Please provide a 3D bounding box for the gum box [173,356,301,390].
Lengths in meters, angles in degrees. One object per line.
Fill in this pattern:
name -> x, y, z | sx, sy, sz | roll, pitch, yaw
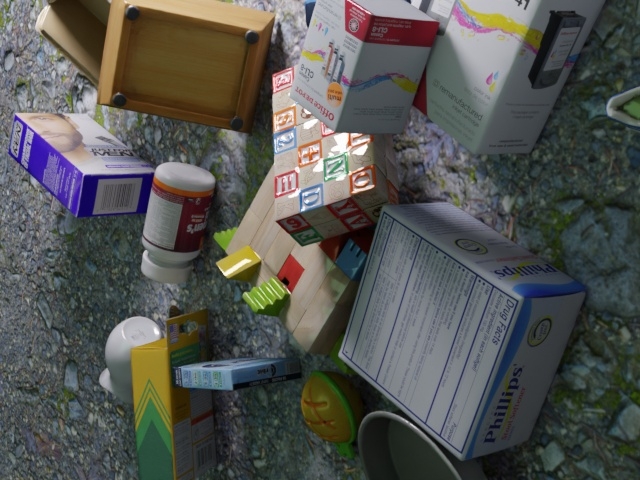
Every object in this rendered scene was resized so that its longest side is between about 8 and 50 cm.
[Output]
gum box -> -0.154, 0.243, 1.935 | 0.184, 0.157, 0.041 | -7, 88, 50

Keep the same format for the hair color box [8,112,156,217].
hair color box -> -0.520, -0.170, 2.294 | 0.339, 0.185, 0.110 | 34, 118, 41

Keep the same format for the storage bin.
storage bin -> -0.382, -0.407, 2.047 | 0.262, 0.260, 0.123 | -8, 47, 49

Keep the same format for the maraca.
maraca -> 0.021, 0.297, 1.791 | 0.127, 0.099, 0.185 | 44, 151, 40

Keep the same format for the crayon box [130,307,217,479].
crayon box -> -0.284, 0.303, 2.052 | 0.083, 0.203, 0.323 | -2, 92, 17

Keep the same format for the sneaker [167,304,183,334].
sneaker -> -0.311, 0.178, 2.204 | 0.037, 0.032, 0.083 | -15, 82, 48

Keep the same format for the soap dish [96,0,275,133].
soap dish -> -0.241, -0.319, 1.882 | 0.118, 0.291, 0.229 | -108, 30, -67

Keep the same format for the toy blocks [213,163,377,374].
toy blocks -> 0.000, 0.000, 1.743 | 0.381, 0.191, 0.261 | 47, 115, 41

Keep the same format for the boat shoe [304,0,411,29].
boat shoe -> 0.067, -0.353, 1.683 | 0.258, 0.109, 0.089 | -164, 66, -64

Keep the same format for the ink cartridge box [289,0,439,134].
ink cartridge box -> 0.058, -0.251, 1.473 | 0.128, 0.127, 0.176 | 43, 126, 42

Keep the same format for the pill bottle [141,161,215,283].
pill bottle -> -0.287, -0.034, 2.086 | 0.121, 0.121, 0.221 | 35, 119, 42

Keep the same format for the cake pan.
cake pan -> 0.167, 0.378, 1.590 | 0.293, 0.054, 0.293 | 41, 145, 37

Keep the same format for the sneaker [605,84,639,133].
sneaker -> 0.443, -0.157, 1.266 | 0.211, 0.081, 0.080 | -2, 91, 48

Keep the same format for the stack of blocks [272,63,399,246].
stack of blocks -> 0.020, -0.155, 1.650 | 0.171, 0.087, 0.297 | -18, 54, 21

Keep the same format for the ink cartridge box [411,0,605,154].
ink cartridge box -> 0.240, -0.301, 1.446 | 0.226, 0.131, 0.306 | 46, 129, 38

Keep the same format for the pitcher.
pitcher -> -0.383, 0.274, 2.246 | 0.178, 0.125, 0.207 | 39, 135, 15

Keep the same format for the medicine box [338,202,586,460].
medicine box -> 0.195, 0.121, 1.528 | 0.289, 0.149, 0.263 | 36, 120, 40
